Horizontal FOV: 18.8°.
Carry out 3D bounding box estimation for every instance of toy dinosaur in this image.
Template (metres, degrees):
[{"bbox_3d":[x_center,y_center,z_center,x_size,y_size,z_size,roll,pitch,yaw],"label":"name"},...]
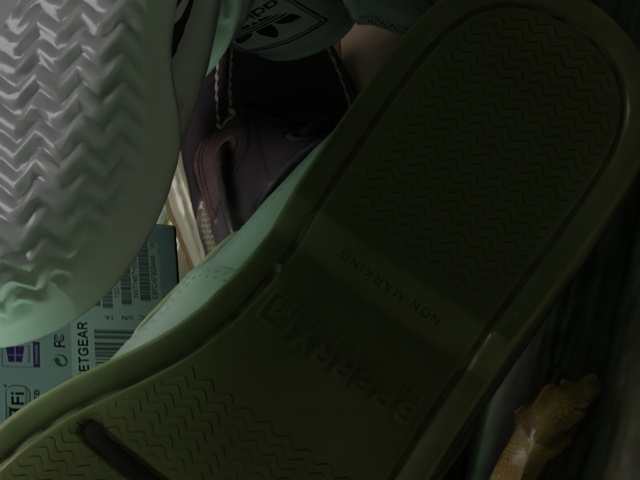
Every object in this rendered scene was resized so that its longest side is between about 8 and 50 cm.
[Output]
[{"bbox_3d":[0.039,0.114,0.504,0.092,0.053,0.183,125,160,-48],"label":"toy dinosaur"}]

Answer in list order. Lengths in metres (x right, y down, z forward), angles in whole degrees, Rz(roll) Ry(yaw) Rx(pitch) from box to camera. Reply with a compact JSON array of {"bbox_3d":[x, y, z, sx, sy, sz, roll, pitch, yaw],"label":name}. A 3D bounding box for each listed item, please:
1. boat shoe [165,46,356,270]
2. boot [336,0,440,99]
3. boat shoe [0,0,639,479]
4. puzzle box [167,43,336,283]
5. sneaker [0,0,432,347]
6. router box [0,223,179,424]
[{"bbox_3d":[0.000,0.000,0.741,0.092,0.103,0.285,-49,30,37],"label":"boat shoe"},{"bbox_3d":[0.044,-0.118,0.849,0.118,0.042,0.087,-86,21,-47],"label":"boot"},{"bbox_3d":[-0.014,0.059,0.576,0.302,0.113,0.103,-45,-10,-4],"label":"boat shoe"},{"bbox_3d":[-0.033,-0.069,1.020,0.272,0.052,0.409,152,135,-81],"label":"puzzle box"},{"bbox_3d":[-0.048,-0.088,0.631,0.137,0.210,0.366,-20,47,20],"label":"sneaker"},{"bbox_3d":[-0.098,0.184,0.704,0.243,0.081,0.309,110,158,-53],"label":"router box"}]
